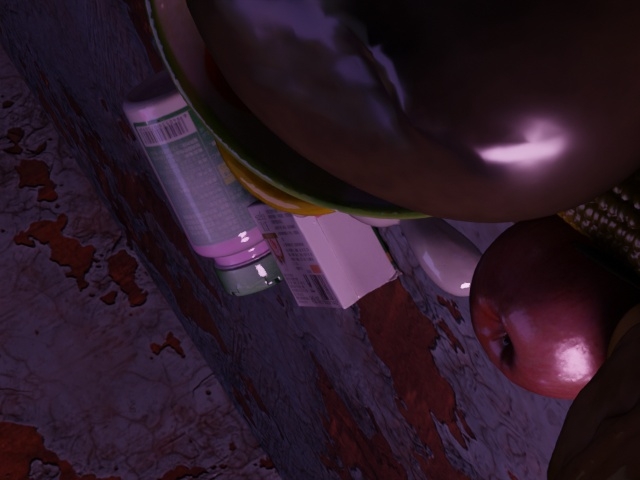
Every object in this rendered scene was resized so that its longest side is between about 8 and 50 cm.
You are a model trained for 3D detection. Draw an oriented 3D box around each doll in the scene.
[{"bbox_3d":[0.018,-0.062,1.783,0.311,0.159,0.242,51,177,18],"label":"doll"}]

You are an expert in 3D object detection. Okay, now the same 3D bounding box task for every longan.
[{"bbox_3d":[0.076,-0.165,1.100,0.319,0.319,0.319,54,166,21],"label":"longan"}]

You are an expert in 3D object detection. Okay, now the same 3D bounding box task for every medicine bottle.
[{"bbox_3d":[-0.122,-0.073,2.373,0.274,0.133,0.133,65,165,-19],"label":"medicine bottle"}]

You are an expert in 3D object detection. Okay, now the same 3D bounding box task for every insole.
[{"bbox_3d":[0.228,0.031,1.380,0.064,0.004,0.188,43,-167,37],"label":"insole"}]

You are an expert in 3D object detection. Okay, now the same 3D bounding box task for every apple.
[{"bbox_3d":[0.184,0.053,1.557,0.153,0.120,0.153,55,165,22],"label":"apple"}]

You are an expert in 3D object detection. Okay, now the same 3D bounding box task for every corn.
[{"bbox_3d":[0.197,-0.046,1.369,0.260,0.091,0.091,42,158,39],"label":"corn"}]

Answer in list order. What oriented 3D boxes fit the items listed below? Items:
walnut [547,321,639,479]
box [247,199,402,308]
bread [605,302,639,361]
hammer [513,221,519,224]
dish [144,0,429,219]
[{"bbox_3d":[0.273,0.191,1.195,0.306,0.306,0.344,44,153,49],"label":"walnut"},{"bbox_3d":[0.000,0.000,2.204,0.135,0.081,0.199,62,165,-7],"label":"box"},{"bbox_3d":[0.270,0.146,1.471,0.147,0.098,0.217,42,165,44],"label":"bread"},{"bbox_3d":[0.149,-0.042,1.710,0.182,0.017,0.062,48,163,35],"label":"hammer"},{"bbox_3d":[0.049,-0.185,1.349,0.324,0.324,0.124,62,-150,-12],"label":"dish"}]
